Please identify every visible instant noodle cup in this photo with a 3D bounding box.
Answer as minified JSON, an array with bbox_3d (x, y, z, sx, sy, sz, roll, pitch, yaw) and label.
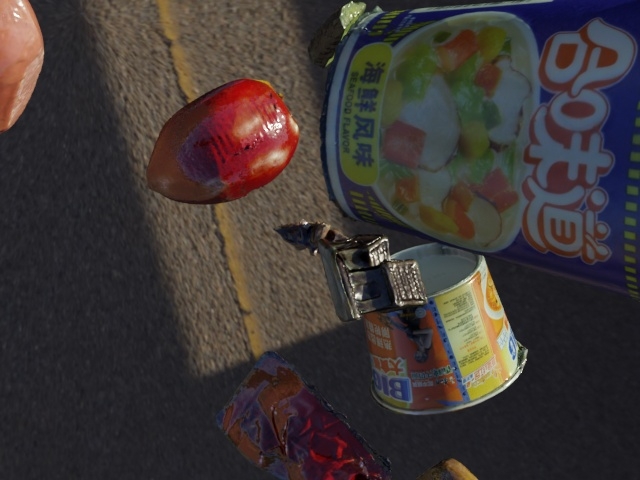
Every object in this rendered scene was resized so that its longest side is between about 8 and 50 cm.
[{"bbox_3d":[0.198,0.145,1.777,0.296,0.296,0.214,-21,111,-8],"label":"instant noodle cup"},{"bbox_3d":[0.177,-0.090,0.836,0.312,0.284,0.284,9,103,26],"label":"instant noodle cup"}]

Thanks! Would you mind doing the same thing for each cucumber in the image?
[{"bbox_3d":[0.024,-0.400,1.888,0.062,0.211,0.078,40,75,-1],"label":"cucumber"}]

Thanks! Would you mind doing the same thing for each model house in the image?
[{"bbox_3d":[0.085,0.051,1.545,0.152,0.106,0.165,-9,69,-15],"label":"model house"}]

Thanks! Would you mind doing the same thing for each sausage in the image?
[{"bbox_3d":[-0.416,-0.216,1.214,0.148,0.254,0.148,12,63,-24],"label":"sausage"}]

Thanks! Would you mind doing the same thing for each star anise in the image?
[{"bbox_3d":[0.004,0.005,1.656,0.129,0.124,0.056,39,58,-42],"label":"star anise"}]

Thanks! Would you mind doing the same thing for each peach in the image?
[{"bbox_3d":[-0.165,-0.152,1.614,0.267,0.158,0.154,-23,149,-3],"label":"peach"}]

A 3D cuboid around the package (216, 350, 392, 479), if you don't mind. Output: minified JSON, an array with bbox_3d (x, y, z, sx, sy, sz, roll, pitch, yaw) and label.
[{"bbox_3d":[-0.025,0.305,1.473,0.269,0.071,0.194,41,115,4],"label":"package"}]

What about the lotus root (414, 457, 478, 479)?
[{"bbox_3d":[0.106,0.288,0.922,0.095,0.159,0.135,-21,75,-47],"label":"lotus root"}]
